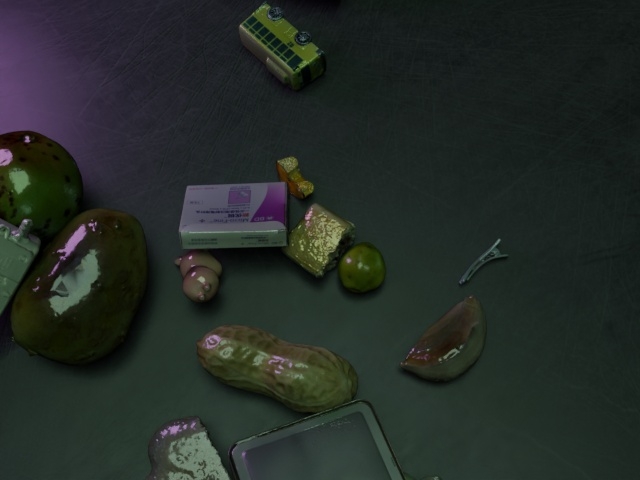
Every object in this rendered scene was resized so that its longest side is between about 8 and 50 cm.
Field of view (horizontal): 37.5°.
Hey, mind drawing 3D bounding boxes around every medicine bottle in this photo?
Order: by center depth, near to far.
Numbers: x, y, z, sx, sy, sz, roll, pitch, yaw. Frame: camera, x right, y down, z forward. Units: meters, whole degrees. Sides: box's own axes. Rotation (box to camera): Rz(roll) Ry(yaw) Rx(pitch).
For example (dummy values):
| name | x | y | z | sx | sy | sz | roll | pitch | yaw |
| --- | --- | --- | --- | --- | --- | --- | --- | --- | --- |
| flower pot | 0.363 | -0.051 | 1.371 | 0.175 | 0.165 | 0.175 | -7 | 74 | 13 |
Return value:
| name | x | y | z | sx | sy | sz | roll | pitch | yaw |
| --- | --- | --- | --- | --- | --- | --- | --- | --- | --- |
| medicine bottle | -0.157 | -0.044 | 1.768 | 0.201 | 0.052 | 0.171 | -1 | 34 | 1 |

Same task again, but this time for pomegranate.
| name | x | y | z | sx | sy | sz | roll | pitch | yaw |
| --- | --- | --- | --- | --- | --- | --- | --- | --- | --- |
| pomegranate | -0.577 | -0.070 | 1.750 | 0.231 | 0.231 | 0.286 | 43 | 104 | 13 |

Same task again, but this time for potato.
| name | x | y | z | sx | sy | sz | roll | pitch | yaw |
| --- | --- | --- | --- | --- | --- | --- | --- | --- | --- |
| potato | -0.422 | 0.082 | 1.701 | 0.210 | 0.173 | 0.308 | 24 | 76 | 6 |

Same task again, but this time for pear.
| name | x | y | z | sx | sy | sz | roll | pitch | yaw |
| --- | --- | --- | --- | --- | --- | --- | --- | --- | --- |
| pear | 0.078 | 0.048 | 1.764 | 0.092 | 0.092 | 0.097 | 6 | 71 | 2 |

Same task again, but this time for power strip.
| name | x | y | z | sx | sy | sz | roll | pitch | yaw |
| --- | --- | --- | --- | --- | --- | --- | --- | --- | --- |
| power strip | -0.595 | 0.090 | 1.664 | 0.098 | 0.058 | 0.338 | 29 | 109 | -18 |

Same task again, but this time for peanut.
| name | x | y | z | sx | sy | sz | roll | pitch | yaw |
| --- | --- | --- | --- | --- | --- | --- | --- | --- | --- |
| peanut | -0.079 | 0.227 | 1.674 | 0.298 | 0.136 | 0.120 | 16 | 81 | 5 |

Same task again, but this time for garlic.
| name | x | y | z | sx | sy | sz | roll | pitch | yaw |
| --- | --- | --- | --- | --- | --- | --- | --- | --- | --- |
| garlic | 0.244 | 0.188 | 1.720 | 0.101 | 0.087 | 0.195 | 38 | 77 | 25 |

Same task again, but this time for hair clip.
| name | x | y | z | sx | sy | sz | roll | pitch | yaw |
| --- | --- | --- | --- | --- | --- | --- | --- | --- | --- |
| hair clip | 0.310 | 0.047 | 1.794 | 0.115 | 0.030 | 0.039 | -40 | 77 | -13 |

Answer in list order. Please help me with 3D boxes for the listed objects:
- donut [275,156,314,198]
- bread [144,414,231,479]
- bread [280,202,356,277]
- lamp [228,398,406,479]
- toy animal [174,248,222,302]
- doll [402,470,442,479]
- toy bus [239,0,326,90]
| name | x | y | z | sx | sy | sz | roll | pitch | yaw |
| --- | --- | --- | --- | --- | --- | --- | --- | --- | --- |
| donut | -0.046 | -0.121 | 1.834 | 0.038 | 0.067 | 0.083 | -29 | 40 | -28 |
| bread | -0.210 | 0.475 | 1.610 | 0.183 | 0.102 | 0.337 | -27 | 75 | -6 |
| bread | -0.001 | 0.001 | 1.784 | 0.106 | 0.082 | 0.125 | 34 | 84 | 21 |
| lamp | 0.006 | 0.411 | 1.550 | 0.266 | 0.047 | 0.269 | -16 | 51 | -11 |
| toy animal | -0.221 | 0.062 | 1.743 | 0.083 | 0.089 | 0.150 | -19 | 35 | -7 |
| doll | 0.081 | 0.468 | 1.610 | 0.275 | 0.113 | 0.155 | -20 | 94 | -12 |
| toy bus | -0.076 | -0.389 | 1.912 | 0.101 | 0.088 | 0.175 | -43 | 74 | -12 |
